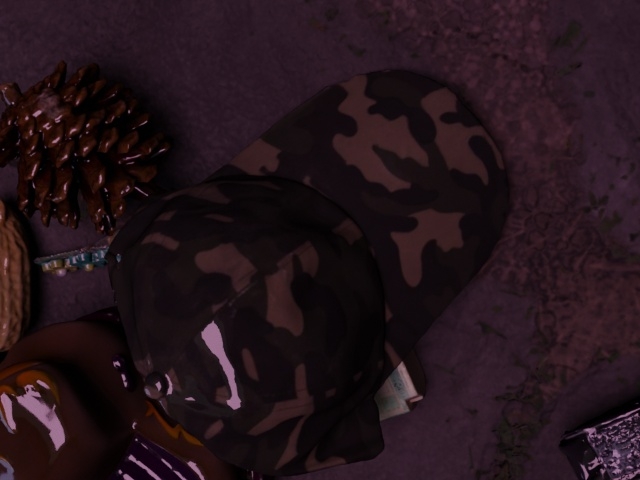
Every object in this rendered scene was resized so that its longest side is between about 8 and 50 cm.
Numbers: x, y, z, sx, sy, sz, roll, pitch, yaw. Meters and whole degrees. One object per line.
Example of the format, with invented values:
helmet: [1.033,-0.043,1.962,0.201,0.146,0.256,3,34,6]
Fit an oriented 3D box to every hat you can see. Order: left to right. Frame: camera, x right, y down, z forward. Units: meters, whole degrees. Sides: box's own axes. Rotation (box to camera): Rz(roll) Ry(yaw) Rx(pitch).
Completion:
hat: [0.000,0.000,0.902,0.366,0.257,0.382,42,102,7]

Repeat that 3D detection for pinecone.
pinecone: [-0.266,-0.094,1.036,0.212,0.168,0.186,37,91,6]

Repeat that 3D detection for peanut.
peanut: [-0.403,0.042,1.153,0.083,0.093,0.194,-1,90,-15]

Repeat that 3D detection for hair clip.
hair clip: [-0.277,0.016,1.125,0.172,0.049,0.049,-16,94,19]

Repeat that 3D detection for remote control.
remote control: [0.389,0.350,0.951,0.144,0.062,0.399,-29,91,21]

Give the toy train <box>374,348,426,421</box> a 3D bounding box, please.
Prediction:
toy train: [0.016,0.155,1.035,0.194,0.081,0.125,-23,96,19]

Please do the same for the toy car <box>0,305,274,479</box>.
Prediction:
toy car: [-0.231,0.238,1.042,0.340,0.240,0.271,41,109,7]
